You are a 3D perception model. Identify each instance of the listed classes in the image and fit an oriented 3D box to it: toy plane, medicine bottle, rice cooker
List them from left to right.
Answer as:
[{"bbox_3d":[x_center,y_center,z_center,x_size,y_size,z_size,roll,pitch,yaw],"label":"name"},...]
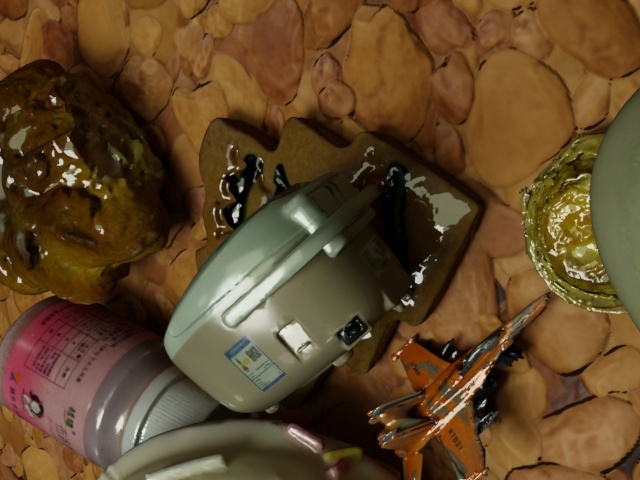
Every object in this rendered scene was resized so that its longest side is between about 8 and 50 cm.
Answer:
[{"bbox_3d":[-0.204,0.156,0.765,0.247,0.147,0.147,22,112,25],"label":"medicine bottle"},{"bbox_3d":[-0.026,0.043,0.565,0.206,0.145,0.127,-38,92,30],"label":"rice cooker"},{"bbox_3d":[0.114,0.109,0.579,0.188,0.062,0.135,-43,46,16],"label":"toy plane"}]

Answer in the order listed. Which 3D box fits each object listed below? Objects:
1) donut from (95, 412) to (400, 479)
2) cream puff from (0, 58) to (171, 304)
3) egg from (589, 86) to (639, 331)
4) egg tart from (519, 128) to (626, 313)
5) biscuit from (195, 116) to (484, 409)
[{"bbox_3d":[-0.060,0.331,0.618,0.382,0.142,0.383,2,101,8],"label":"donut"},{"bbox_3d":[-0.261,-0.050,0.769,0.269,0.154,0.241,26,109,37],"label":"cream puff"},{"bbox_3d":[0.263,-0.001,0.348,0.269,0.219,0.219,19,110,38],"label":"egg"},{"bbox_3d":[0.190,-0.010,0.504,0.130,0.052,0.131,11,109,34],"label":"egg tart"},{"bbox_3d":[-0.001,0.000,0.649,0.301,0.043,0.278,-20,87,37],"label":"biscuit"}]
